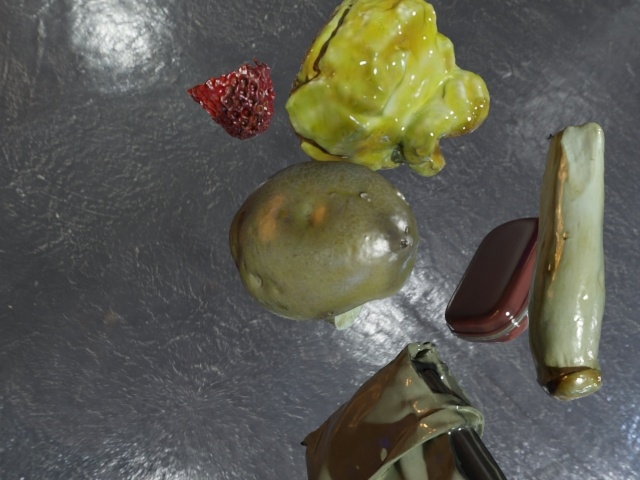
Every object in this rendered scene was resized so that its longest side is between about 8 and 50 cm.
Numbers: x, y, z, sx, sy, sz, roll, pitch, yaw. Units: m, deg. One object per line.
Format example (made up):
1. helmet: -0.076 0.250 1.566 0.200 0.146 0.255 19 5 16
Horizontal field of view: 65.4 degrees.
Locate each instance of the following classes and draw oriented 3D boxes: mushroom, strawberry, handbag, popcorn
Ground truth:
1. mushroom: 0.287 0.025 0.581 0.081 0.100 0.312 4 82 10
2. strawberry: -0.216 -0.349 1.284 0.233 0.234 0.178 -23 106 -20
3. handbag: 0.096 0.276 0.486 0.109 0.253 0.316 10 35 -32
4. popcorn: 0.086 -0.200 0.713 0.276 0.276 0.226 20 54 -7

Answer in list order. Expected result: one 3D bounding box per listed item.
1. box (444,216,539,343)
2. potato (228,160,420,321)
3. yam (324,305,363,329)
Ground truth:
1. box: 0.499 0.105 1.359 0.108 0.263 0.404 43 66 -16
2. potato: 0.000 0.000 0.573 0.160 0.235 0.178 -33 119 -51
3. yam: 0.002 0.123 1.148 0.183 0.107 0.107 30 65 21
